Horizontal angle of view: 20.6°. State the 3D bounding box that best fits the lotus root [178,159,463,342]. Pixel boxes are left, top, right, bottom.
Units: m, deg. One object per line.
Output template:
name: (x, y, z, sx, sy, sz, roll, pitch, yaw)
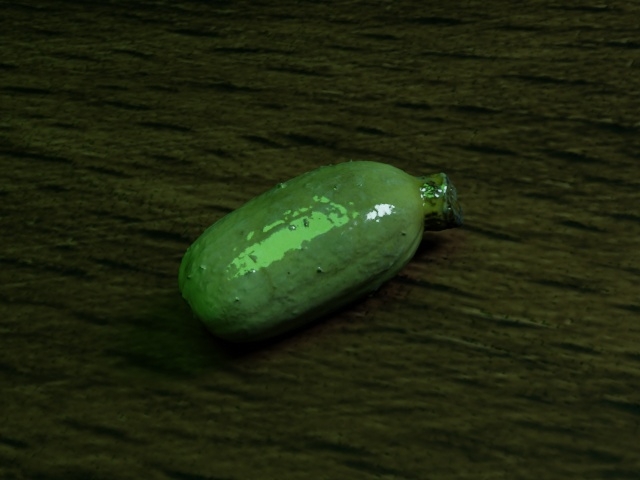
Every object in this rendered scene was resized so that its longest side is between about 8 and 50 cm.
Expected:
lotus root: (0.000, -0.001, 1.077, 0.183, 0.077, 0.090, -24, 37, -6)
